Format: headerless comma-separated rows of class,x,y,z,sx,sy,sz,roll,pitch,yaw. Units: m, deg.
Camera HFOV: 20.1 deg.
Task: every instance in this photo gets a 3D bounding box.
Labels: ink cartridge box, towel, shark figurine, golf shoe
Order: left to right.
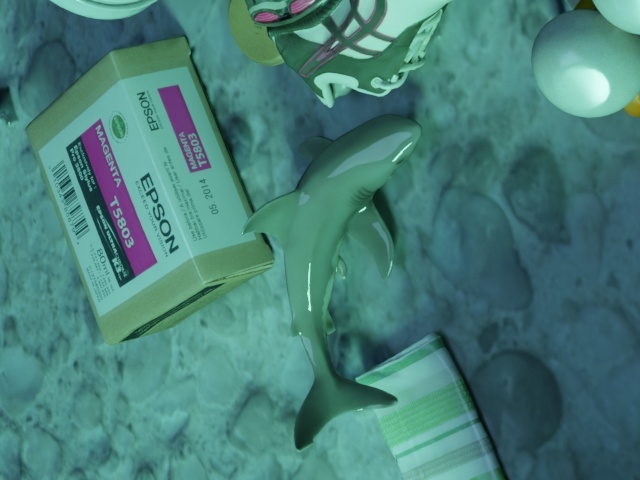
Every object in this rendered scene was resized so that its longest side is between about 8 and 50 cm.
ink cartridge box,-0.164,-0.044,1.685,0.193,0.088,0.235,-33,76,51
shark figurine,-0.014,0.017,1.493,0.166,0.116,0.278,26,112,46
golf shoe,0.060,-0.180,1.385,0.273,0.105,0.120,-7,114,55
towel,0.092,0.163,1.501,0.113,0.023,0.152,-35,75,50

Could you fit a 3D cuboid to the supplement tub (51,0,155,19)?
supplement tub,-0.135,-0.317,1.476,0.272,0.191,0.191,-35,75,49

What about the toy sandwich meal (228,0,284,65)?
toy sandwich meal,-0.046,-0.191,1.544,0.085,0.029,0.085,16,117,34

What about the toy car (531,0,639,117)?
toy car,0.227,-0.154,1.162,0.136,0.159,0.182,28,134,-2
